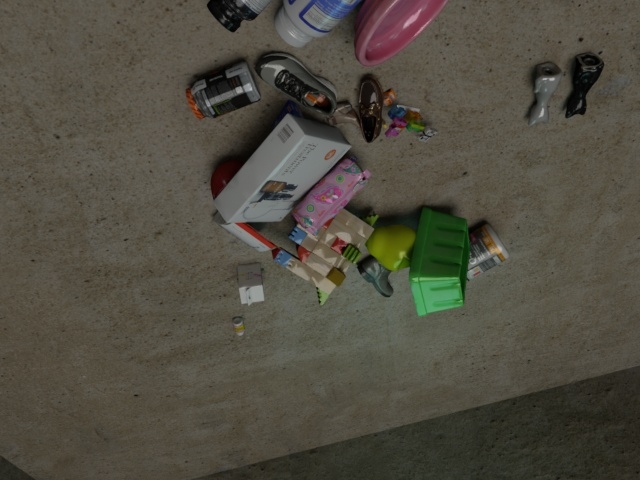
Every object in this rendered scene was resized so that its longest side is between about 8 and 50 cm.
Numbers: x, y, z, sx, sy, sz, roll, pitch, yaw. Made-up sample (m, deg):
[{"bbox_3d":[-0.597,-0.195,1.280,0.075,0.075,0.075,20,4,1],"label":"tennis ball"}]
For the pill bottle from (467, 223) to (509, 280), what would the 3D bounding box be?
[{"bbox_3d":[0.600,0.068,2.049,0.278,0.162,0.162,-34,130,17],"label":"pill bottle"}]

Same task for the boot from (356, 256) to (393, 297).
[{"bbox_3d":[0.276,0.131,2.090,0.161,0.083,0.246,-38,130,13],"label":"boot"}]

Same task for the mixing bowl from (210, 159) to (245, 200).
[{"bbox_3d":[-0.284,-0.190,1.630,0.181,0.098,0.181,-34,162,-13],"label":"mixing bowl"}]

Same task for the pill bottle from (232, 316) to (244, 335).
[{"bbox_3d":[-0.351,0.371,2.182,0.043,0.043,0.083,-9,133,-5],"label":"pill bottle"}]

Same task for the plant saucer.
[{"bbox_3d":[0.207,-0.597,1.305,0.332,0.332,0.084,-42,83,23],"label":"plant saucer"}]

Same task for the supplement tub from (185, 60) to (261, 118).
[{"bbox_3d":[-0.274,-0.419,1.434,0.191,0.117,0.117,-20,133,5],"label":"supplement tub"}]

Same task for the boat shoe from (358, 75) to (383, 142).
[{"bbox_3d":[0.155,-0.400,1.569,0.073,0.073,0.207,10,136,25],"label":"boat shoe"}]

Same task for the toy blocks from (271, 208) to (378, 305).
[{"bbox_3d":[0.000,0.000,1.821,0.261,0.191,0.381,33,95,-11],"label":"toy blocks"}]

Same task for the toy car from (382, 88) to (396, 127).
[{"bbox_3d":[0.218,-0.413,1.606,0.060,0.040,0.122,-16,133,2],"label":"toy car"}]

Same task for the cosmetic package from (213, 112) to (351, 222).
[{"bbox_3d":[-0.115,-0.209,1.585,0.377,0.097,0.284,-44,163,25],"label":"cosmetic package"}]

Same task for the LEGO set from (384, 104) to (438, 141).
[{"bbox_3d":[0.263,-0.360,1.615,0.227,0.087,0.093,0,146,-46],"label":"LEGO set"}]

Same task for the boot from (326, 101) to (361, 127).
[{"bbox_3d":[0.070,-0.385,1.603,0.087,0.042,0.118,-21,136,17],"label":"boot"}]

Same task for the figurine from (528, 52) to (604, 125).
[{"bbox_3d":[0.785,-0.476,1.655,0.215,0.092,0.209,-13,137,0],"label":"figurine"}]

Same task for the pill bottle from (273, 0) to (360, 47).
[{"bbox_3d":[0.003,-0.609,1.263,0.152,0.152,0.272,25,148,-30],"label":"pill bottle"}]

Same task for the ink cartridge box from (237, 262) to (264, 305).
[{"bbox_3d":[-0.267,0.171,1.952,0.090,0.143,0.092,-8,133,-6],"label":"ink cartridge box"}]

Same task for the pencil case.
[{"bbox_3d":[0.037,-0.148,1.691,0.284,0.124,0.124,-45,129,-2],"label":"pencil case"}]

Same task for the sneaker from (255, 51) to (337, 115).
[{"bbox_3d":[-0.060,-0.449,1.465,0.272,0.108,0.100,21,126,-27],"label":"sneaker"}]

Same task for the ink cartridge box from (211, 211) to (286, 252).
[{"bbox_3d":[-0.248,-0.016,1.737,0.189,0.232,0.066,38,87,-37],"label":"ink cartridge box"}]

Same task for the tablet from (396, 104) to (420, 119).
[{"bbox_3d":[0.277,-0.410,1.646,0.083,0.006,0.054,6,130,-18],"label":"tablet"}]

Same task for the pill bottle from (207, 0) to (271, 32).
[{"bbox_3d":[-0.176,-0.632,1.261,0.219,0.122,0.123,-38,129,21],"label":"pill bottle"}]

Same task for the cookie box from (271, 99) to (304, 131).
[{"bbox_3d":[-0.101,-0.359,1.547,0.040,0.091,0.107,20,125,-31],"label":"cookie box"}]

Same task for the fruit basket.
[{"bbox_3d":[0.352,0.062,1.884,0.392,0.392,0.283,-19,132,4],"label":"fruit basket"}]
